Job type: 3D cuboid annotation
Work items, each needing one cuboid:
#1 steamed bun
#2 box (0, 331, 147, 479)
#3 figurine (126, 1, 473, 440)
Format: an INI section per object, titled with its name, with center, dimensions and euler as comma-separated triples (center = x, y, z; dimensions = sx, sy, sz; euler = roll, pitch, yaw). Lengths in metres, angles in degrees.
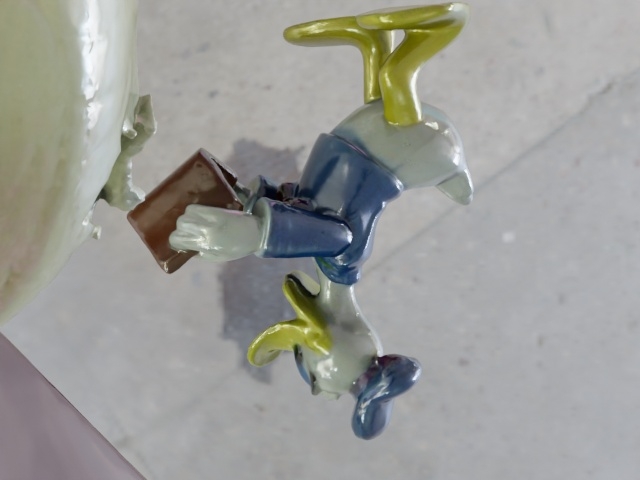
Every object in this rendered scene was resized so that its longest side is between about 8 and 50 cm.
[steamed bun]
center = -0.131, -0.079, 0.603
dimensions = 0.152, 0.170, 0.239
euler = 11, 120, -3
[box]
center = -0.139, 0.135, 0.424
dimensions = 0.167, 0.294, 0.193
euler = -42, 101, 13
[figurine]
center = 0.000, 0.000, 1.313
dimensions = 0.283, 0.204, 0.338
euler = -13, 98, -16
